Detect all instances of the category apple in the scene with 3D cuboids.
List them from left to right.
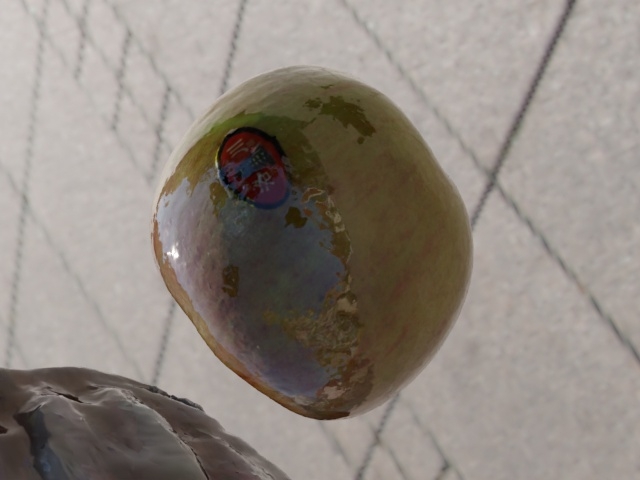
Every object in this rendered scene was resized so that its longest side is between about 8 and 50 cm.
[{"bbox_3d":[0.000,0.000,0.424,0.084,0.071,0.084,48,-177,-3],"label":"apple"}]

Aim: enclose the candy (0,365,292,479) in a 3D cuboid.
[{"bbox_3d":[-0.074,0.187,0.698,0.289,0.214,0.157,55,143,34],"label":"candy"}]
